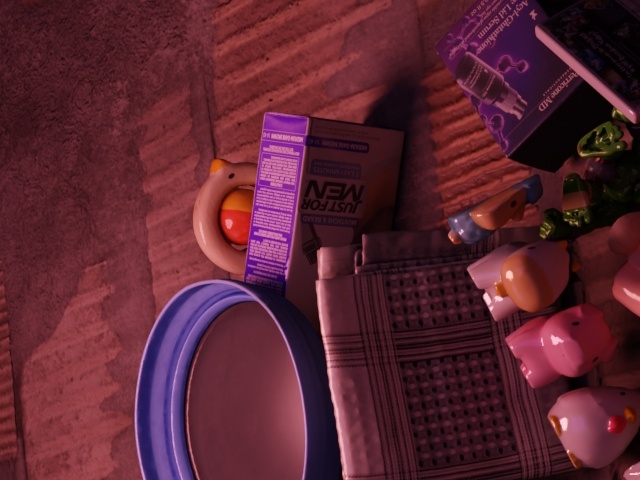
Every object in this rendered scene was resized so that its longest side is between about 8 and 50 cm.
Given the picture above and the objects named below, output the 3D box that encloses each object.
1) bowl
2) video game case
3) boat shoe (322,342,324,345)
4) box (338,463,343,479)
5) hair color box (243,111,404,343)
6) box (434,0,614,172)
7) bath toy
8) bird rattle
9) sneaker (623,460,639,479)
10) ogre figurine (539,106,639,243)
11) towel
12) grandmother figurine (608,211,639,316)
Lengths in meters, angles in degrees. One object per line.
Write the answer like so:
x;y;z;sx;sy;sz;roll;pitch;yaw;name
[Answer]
-0.112;0.245;2.051;0.391;0.077;0.391;-1;88;50;bowl
0.372;-0.232;1.769;0.190;0.173;0.022;51;165;38;video game case
0.078;0.158;2.073;0.183;0.066;0.066;1;108;11;boat shoe
0.084;0.338;2.018;0.296;0.182;0.294;-19;74;47;box
0.000;0.000;2.136;0.110;0.185;0.339;14;98;49;hair color box
0.264;-0.213;1.902;0.153;0.108;0.207;-48;53;26;box
0.278;0.101;1.778;0.129;0.151;0.348;-28;99;3;bath toy
-0.093;-0.019;2.247;0.143;0.207;0.254;17;90;66;bird rattle
0.415;0.256;1.750;0.152;0.053;0.061;-48;62;42;sneaker
0.344;-0.080;1.804;0.097;0.118;0.197;24;106;43;ogre figurine
0.158;0.140;1.873;0.056;0.312;0.324;117;147;-75;towel
0.443;0.108;1.648;0.104;0.208;0.342;-34;42;-7;grandmother figurine
